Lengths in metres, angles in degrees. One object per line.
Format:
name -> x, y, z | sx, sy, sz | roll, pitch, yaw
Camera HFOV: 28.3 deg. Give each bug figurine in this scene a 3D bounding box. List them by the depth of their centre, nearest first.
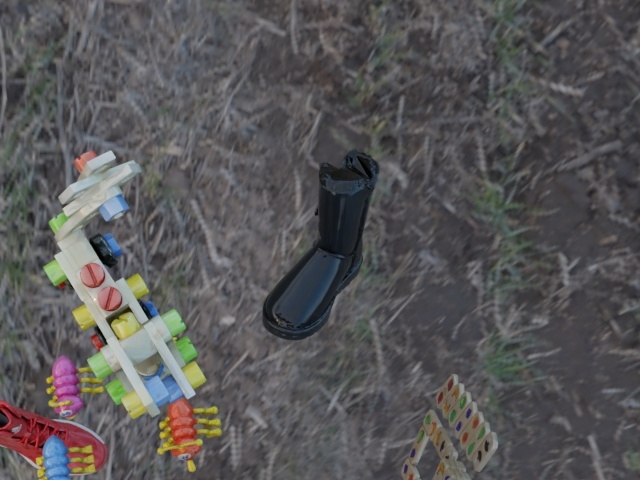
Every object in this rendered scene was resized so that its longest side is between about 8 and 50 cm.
bug figurine -> -0.289, 0.245, 1.773 | 0.279, 0.072, 0.216 | -19, 69, 7

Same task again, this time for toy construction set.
toy construction set -> -0.252, 0.059, 1.542 | 0.151, 0.215, 0.328 | -17, 84, -7

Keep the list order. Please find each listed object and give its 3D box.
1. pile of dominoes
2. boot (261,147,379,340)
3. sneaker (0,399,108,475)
pile of dominoes -> 0.166, 0.306, 1.797 | 0.040, 0.251, 0.196 | 17, 105, -15
boot -> 0.000, 0.000, 1.818 | 0.094, 0.207, 0.246 | 22, 39, 19
sneaker -> -0.423, 0.292, 1.865 | 0.221, 0.128, 0.087 | 16, 80, -5
